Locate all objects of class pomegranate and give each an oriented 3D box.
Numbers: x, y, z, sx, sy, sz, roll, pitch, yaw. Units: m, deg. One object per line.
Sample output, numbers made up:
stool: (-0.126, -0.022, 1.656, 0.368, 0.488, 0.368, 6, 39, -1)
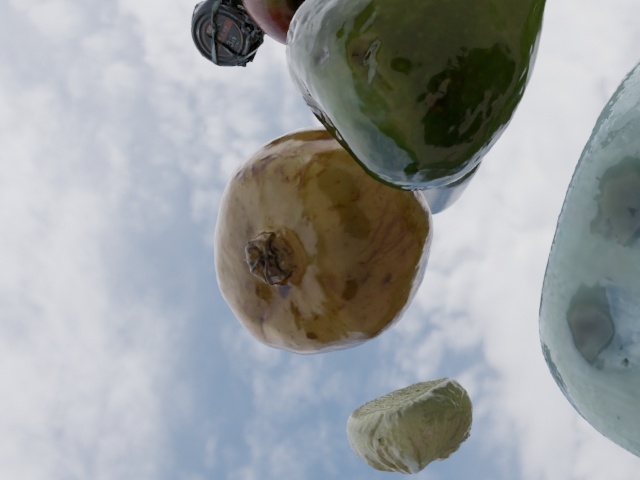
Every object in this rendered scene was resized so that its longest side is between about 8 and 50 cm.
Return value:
pomegranate: (0.000, 0.000, 1.450, 0.248, 0.248, 0.248, -9, -77, -44)

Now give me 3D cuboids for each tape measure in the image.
tape measure: (-0.104, -0.246, 1.622, 0.091, 0.094, 0.054, 40, -142, -4)

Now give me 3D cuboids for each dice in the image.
dice: (0.325, 0.018, 0.992, 0.262, 0.268, 0.264, -17, -54, -55)

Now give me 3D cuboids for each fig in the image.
fig: (0.111, -0.181, 1.184, 0.275, 0.206, 0.206, -38, -53, 0)

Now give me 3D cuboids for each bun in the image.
bun: (0.082, 0.166, 1.245, 0.115, 0.115, 0.069, -21, -87, -41)

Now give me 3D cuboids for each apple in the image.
apple: (-0.018, -0.288, 1.544, 0.146, 0.146, 0.131, 54, -154, -36)

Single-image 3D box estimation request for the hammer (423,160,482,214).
hammer: (0.101, -0.203, 1.821, 0.119, 0.206, 0.335, -20, -100, -11)
